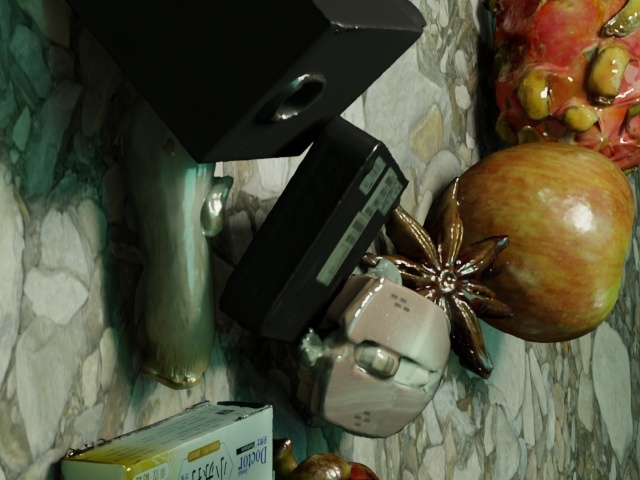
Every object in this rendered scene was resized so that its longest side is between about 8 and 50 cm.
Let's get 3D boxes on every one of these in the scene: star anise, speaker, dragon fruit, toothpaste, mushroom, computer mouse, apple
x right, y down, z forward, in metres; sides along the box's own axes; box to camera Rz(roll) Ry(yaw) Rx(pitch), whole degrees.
[{"bbox_3d":[0.128,0.053,2.278,0.272,0.102,0.272,5,81,-35],"label":"star anise"},{"bbox_3d":[-0.062,-0.207,1.609,0.232,0.184,0.254,51,20,12],"label":"speaker"},{"bbox_3d":[0.375,-0.216,2.633,0.263,0.314,0.296,-67,149,-48],"label":"dragon fruit"},{"bbox_3d":[-0.131,0.208,1.660,0.313,0.071,0.089,-12,102,-68],"label":"toothpaste"},{"bbox_3d":[-0.133,-0.005,1.658,0.099,0.096,0.278,-5,92,-34],"label":"mushroom"},{"bbox_3d":[0.064,0.124,1.964,0.389,0.115,0.199,23,89,-75],"label":"computer mouse"},{"bbox_3d":[0.285,-0.003,2.478,0.309,0.250,0.277,80,22,-70],"label":"apple"}]

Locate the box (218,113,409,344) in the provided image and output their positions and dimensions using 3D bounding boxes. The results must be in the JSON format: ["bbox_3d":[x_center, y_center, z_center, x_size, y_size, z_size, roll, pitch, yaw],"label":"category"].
[{"bbox_3d":[0.000,0.000,1.794,0.211,0.058,0.350,-59,172,0],"label":"box"}]

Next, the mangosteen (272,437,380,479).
[{"bbox_3d":[0.005,0.304,1.836,0.250,0.211,0.211,60,20,9],"label":"mangosteen"}]
